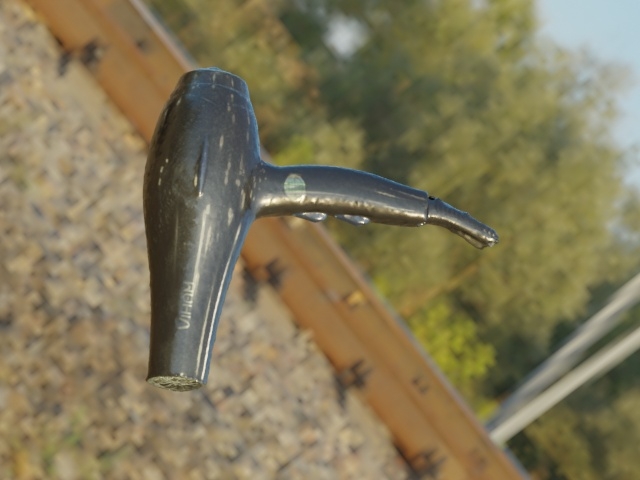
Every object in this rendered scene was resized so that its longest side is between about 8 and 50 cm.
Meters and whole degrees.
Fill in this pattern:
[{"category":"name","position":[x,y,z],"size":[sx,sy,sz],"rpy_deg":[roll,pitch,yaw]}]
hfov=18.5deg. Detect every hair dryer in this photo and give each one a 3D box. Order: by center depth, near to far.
[{"category":"hair dryer","position":[0.000,0.000,1.183],"size":[0.075,0.219,0.195],"rpy_deg":[110,-15,-72]}]
